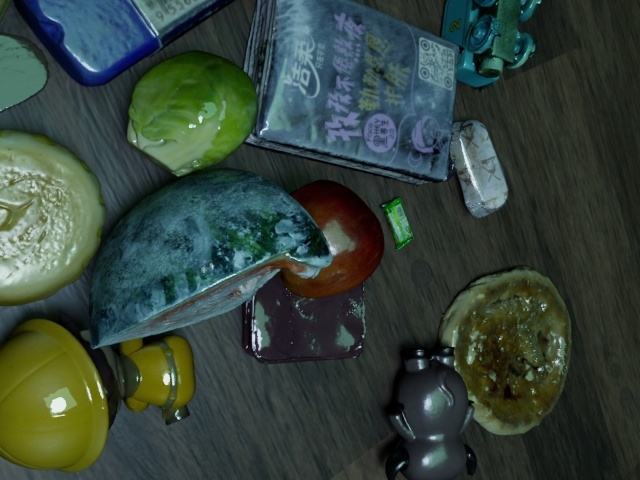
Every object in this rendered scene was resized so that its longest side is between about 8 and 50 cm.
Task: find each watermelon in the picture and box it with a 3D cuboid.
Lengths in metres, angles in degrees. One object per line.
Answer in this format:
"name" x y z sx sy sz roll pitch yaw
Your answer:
"watermelon" -0.153 0.050 0.729 0.289 0.320 0.213 -49 143 -30

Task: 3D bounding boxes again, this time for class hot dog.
"hot dog" 0.299 -0.139 1.103 0.108 0.059 0.191 -26 102 -24

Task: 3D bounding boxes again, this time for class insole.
"insole" -0.496 -0.187 0.683 0.328 0.007 0.111 -16 98 -28

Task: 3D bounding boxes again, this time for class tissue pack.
"tissue pack" 0.059 -0.246 0.934 0.361 0.122 0.259 8 85 -27

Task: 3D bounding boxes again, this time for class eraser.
"eraser" -0.223 -0.347 0.781 0.332 0.101 0.155 -43 112 -20

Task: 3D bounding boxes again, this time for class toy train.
"toy train" 0.295 -0.382 1.033 0.112 0.163 0.203 13 83 -27

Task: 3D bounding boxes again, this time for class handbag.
"handbag" -0.026 0.082 0.917 0.203 0.074 0.216 0 89 -29

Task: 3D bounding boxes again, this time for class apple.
"apple" 0.002 0.004 0.813 0.158 0.147 0.156 -42 129 -22

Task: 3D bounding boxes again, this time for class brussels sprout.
"brussels sprout" -0.171 -0.175 0.785 0.162 0.144 0.180 25 77 -12

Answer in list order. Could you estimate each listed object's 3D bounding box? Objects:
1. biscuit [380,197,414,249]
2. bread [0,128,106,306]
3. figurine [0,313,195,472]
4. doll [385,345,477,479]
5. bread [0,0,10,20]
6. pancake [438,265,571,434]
"biscuit" 0.141 -0.032 1.039 0.046 0.016 0.089 -29 104 -24
"bread" -0.368 -0.026 0.702 0.213 0.105 0.213 1 88 -32
"figurine" -0.285 0.181 0.720 0.257 0.167 0.192 -10 85 -30
"doll" 0.192 0.318 1.018 0.182 0.117 0.257 1 88 -19
"bread" -0.387 -0.300 0.698 0.139 0.074 0.084 -42 101 -24
"pancake" 0.389 0.218 1.158 0.356 0.065 0.356 1 87 -32
